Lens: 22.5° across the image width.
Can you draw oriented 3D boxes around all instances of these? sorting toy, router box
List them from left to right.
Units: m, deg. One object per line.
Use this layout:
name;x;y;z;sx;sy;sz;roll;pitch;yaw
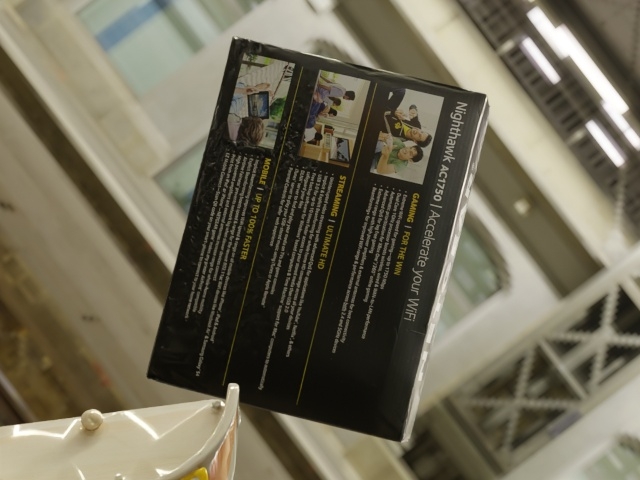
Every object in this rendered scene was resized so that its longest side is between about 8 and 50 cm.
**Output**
sorting toy;-0.060;0.085;0.459;0.045;0.083;0.075;-108;-166;-50
router box;0.000;0.000;0.808;0.133;0.178;0.046;14;-3;9
